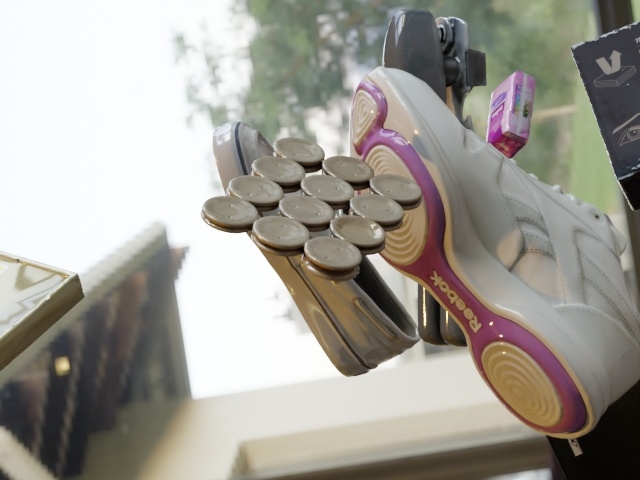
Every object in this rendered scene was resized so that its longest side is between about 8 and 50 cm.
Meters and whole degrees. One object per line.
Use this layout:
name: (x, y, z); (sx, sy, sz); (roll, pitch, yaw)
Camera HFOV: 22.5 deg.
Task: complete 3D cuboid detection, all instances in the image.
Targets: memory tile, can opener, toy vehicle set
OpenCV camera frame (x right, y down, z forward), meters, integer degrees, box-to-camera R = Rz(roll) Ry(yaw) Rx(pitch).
memory tile: (-0.003, -0.023, 1.055); (0.148, 0.113, 0.012); (-44, -29, -56)
can opener: (0.091, -0.052, 1.357); (0.076, 0.095, 0.283); (-4, 86, 63)
toy vehicle set: (-0.431, 0.067, 1.892); (0.166, 0.267, 0.035); (-44, -43, -41)

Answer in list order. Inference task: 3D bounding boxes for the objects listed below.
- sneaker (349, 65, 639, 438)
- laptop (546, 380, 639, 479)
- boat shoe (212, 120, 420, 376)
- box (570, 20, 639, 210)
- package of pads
sneaker: (0.133, -0.004, 1.198); (0.305, 0.152, 0.114); (56, 145, 4)
laptop: (0.348, 0.181, 1.258); (0.136, 0.264, 0.234); (110, 137, -78)
boat shoe: (0.000, 0.000, 1.444); (0.267, 0.088, 0.096); (60, -160, -12)
box: (0.347, -0.136, 1.571); (0.093, 0.156, 0.158); (44, -152, -61)
package of pads: (0.194, -0.127, 1.649); (0.050, 0.032, 0.083); (132, 154, -54)
